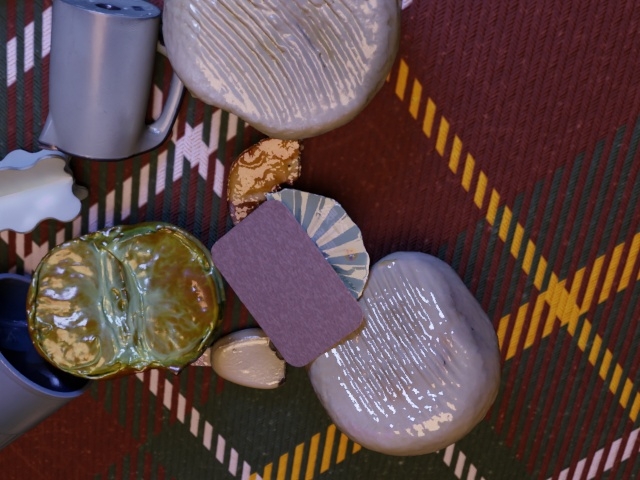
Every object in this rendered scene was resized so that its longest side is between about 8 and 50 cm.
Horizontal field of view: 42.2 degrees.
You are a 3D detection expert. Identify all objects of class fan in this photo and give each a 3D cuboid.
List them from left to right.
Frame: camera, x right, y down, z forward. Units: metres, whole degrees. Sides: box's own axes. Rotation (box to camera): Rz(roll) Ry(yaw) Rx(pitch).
[{"bbox_3d":[0.000,0.000,1.414,0.131,0.009,0.240,-40,92,5],"label":"fan"}]

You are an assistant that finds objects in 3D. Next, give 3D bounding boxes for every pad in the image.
[{"bbox_3d":[-0.060,0.075,1.424,0.176,0.002,0.266,-38,86,21],"label":"pad"}]

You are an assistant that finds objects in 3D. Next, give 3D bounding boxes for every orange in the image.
[{"bbox_3d":[-0.339,0.100,1.473,0.334,0.196,0.262,-15,107,-4],"label":"orange"}]

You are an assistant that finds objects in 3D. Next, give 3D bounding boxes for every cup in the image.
[{"bbox_3d":[-0.635,0.230,1.500,0.311,0.257,0.331,-37,110,16],"label":"cup"}]

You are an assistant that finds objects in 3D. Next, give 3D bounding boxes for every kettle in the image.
[{"bbox_3d":[-0.330,-0.261,1.354,0.240,0.165,0.255,-2,117,-30],"label":"kettle"}]

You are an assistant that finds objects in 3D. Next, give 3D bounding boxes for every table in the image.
[{"bbox_3d":[-0.513,-0.085,1.427,0.198,0.166,0.166,-15,112,-2],"label":"table"}]

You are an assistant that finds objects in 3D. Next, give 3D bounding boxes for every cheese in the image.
[{"bbox_3d":[-0.189,0.223,1.607,0.255,0.050,0.127,4,113,-2],"label":"cheese"}]

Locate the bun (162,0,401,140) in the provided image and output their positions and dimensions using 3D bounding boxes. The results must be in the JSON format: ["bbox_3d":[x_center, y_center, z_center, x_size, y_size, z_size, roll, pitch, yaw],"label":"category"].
[{"bbox_3d":[-0.055,-0.336,1.275,0.352,0.227,0.349,-32,110,15],"label":"bun"}]

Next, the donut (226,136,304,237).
[{"bbox_3d":[-0.090,-0.092,1.456,0.141,0.085,0.217,5,112,-2],"label":"donut"}]

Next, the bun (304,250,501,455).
[{"bbox_3d":[0.147,0.198,1.476,0.361,0.213,0.361,-6,74,22],"label":"bun"}]
